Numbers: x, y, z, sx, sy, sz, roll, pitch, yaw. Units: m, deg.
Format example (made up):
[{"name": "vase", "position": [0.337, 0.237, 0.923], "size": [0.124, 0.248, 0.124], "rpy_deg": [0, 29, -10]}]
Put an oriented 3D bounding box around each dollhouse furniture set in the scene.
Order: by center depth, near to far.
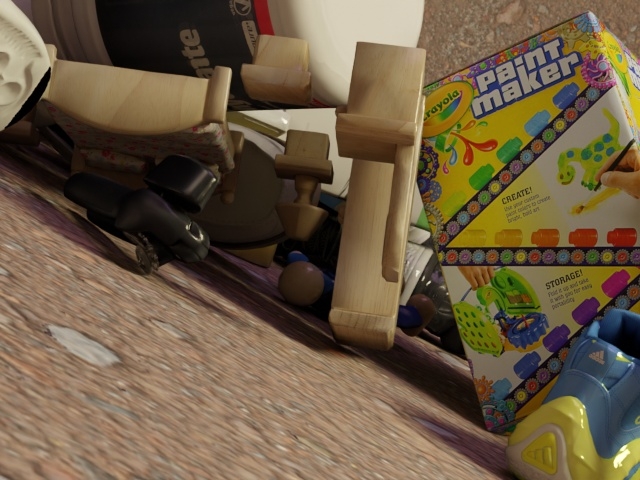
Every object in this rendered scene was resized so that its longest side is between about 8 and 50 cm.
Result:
[{"name": "dollhouse furniture set", "position": [-0.111, -0.036, 1.145], "size": [0.355, 0.174, 0.303], "rpy_deg": [7, -11, 3]}]

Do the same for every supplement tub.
[{"name": "supplement tub", "position": [-0.073, -0.196, 1.261], "size": [0.272, 0.191, 0.191], "rpy_deg": [1, -13, 34]}]

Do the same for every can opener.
[{"name": "can opener", "position": [-0.123, -0.017, 1.072], "size": [0.059, 0.073, 0.186], "rpy_deg": [55, -22, -21]}]

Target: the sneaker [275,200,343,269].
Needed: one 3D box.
[{"name": "sneaker", "position": [0.000, 0.000, 1.601], "size": [0.130, 0.087, 0.227], "rpy_deg": [25, 1, -17]}]

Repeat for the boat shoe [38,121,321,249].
[{"name": "boat shoe", "position": [-0.138, -0.070, 1.395], "size": [0.302, 0.113, 0.103], "rpy_deg": [17, -3, 38]}]

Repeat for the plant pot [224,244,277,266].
[{"name": "plant pot", "position": [-0.086, -0.048, 1.503], "size": [0.134, 0.095, 0.134], "rpy_deg": [27, 4, -2]}]

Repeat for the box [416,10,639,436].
[{"name": "box", "position": [0.230, 0.012, 1.287], "size": [0.290, 0.177, 0.279], "rpy_deg": [24, 47, -58]}]

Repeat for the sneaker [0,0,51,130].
[{"name": "sneaker", "position": [-0.341, -0.202, 1.041], "size": [0.323, 0.130, 0.236], "rpy_deg": [16, 32, -48]}]

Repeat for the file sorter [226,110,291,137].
[{"name": "file sorter", "position": [-0.151, -0.189, 1.602], "size": [0.193, 0.173, 0.278], "rpy_deg": [21, -16, -20]}]

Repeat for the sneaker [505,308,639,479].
[{"name": "sneaker", "position": [0.207, 0.117, 1.057], "size": [0.091, 0.126, 0.240], "rpy_deg": [29, 4, 24]}]

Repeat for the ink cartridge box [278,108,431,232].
[{"name": "ink cartridge box", "position": [0.041, -0.086, 1.637], "size": [0.219, 0.092, 0.160], "rpy_deg": [20, 5, -13]}]

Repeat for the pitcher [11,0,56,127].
[{"name": "pitcher", "position": [-0.285, -0.197, 1.376], "size": [0.207, 0.178, 0.125], "rpy_deg": [23, 28, 35]}]

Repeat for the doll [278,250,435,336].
[{"name": "doll", "position": [0.021, 0.045, 1.361], "size": [0.129, 0.046, 0.189], "rpy_deg": [40, 15, 28]}]

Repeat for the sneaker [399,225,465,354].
[{"name": "sneaker", "position": [0.132, 0.057, 1.701], "size": [0.153, 0.101, 0.268], "rpy_deg": [28, 9, -1]}]

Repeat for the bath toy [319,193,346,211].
[{"name": "bath toy", "position": [-0.019, -0.058, 1.965], "size": [0.151, 0.129, 0.348], "rpy_deg": [27, 3, -15]}]
